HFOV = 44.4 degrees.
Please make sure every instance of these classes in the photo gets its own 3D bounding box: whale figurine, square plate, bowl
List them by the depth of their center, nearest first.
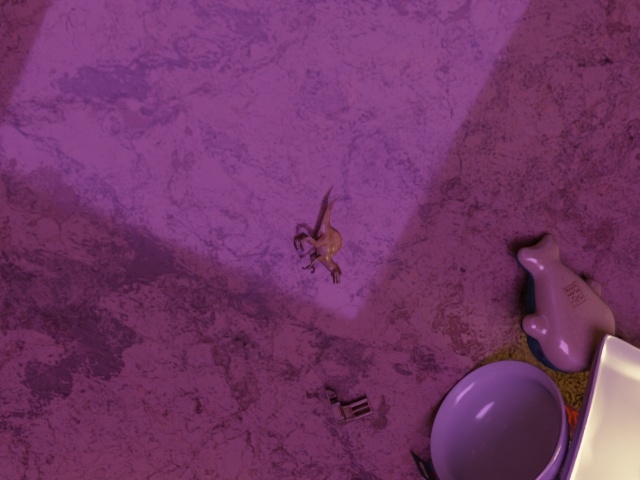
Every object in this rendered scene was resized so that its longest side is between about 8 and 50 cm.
[{"bbox_3d":[0.599,0.387,1.524,0.347,0.049,0.344,23,80,-31],"label":"square plate"},{"bbox_3d":[0.376,0.396,1.553,0.298,0.298,0.134,-45,123,8],"label":"bowl"},{"bbox_3d":[0.461,0.130,1.556,0.216,0.141,0.272,-26,90,-27],"label":"whale figurine"}]

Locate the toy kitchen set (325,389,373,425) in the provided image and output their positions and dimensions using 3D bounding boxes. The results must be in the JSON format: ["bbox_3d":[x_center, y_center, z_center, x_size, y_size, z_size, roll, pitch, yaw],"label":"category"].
[{"bbox_3d":[0.057,0.328,1.595,0.075,0.083,0.068,-21,68,0],"label":"toy kitchen set"}]

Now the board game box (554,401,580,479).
[{"bbox_3d":[0.601,0.487,1.646,0.346,0.208,0.056,29,129,-16],"label":"board game box"}]

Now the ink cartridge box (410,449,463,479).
[{"bbox_3d":[0.292,0.509,1.660,0.209,0.109,0.062,42,99,-17],"label":"ink cartridge box"}]

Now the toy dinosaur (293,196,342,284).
[{"bbox_3d":[0.000,0.000,1.494,0.092,0.053,0.183,-14,118,-19],"label":"toy dinosaur"}]
